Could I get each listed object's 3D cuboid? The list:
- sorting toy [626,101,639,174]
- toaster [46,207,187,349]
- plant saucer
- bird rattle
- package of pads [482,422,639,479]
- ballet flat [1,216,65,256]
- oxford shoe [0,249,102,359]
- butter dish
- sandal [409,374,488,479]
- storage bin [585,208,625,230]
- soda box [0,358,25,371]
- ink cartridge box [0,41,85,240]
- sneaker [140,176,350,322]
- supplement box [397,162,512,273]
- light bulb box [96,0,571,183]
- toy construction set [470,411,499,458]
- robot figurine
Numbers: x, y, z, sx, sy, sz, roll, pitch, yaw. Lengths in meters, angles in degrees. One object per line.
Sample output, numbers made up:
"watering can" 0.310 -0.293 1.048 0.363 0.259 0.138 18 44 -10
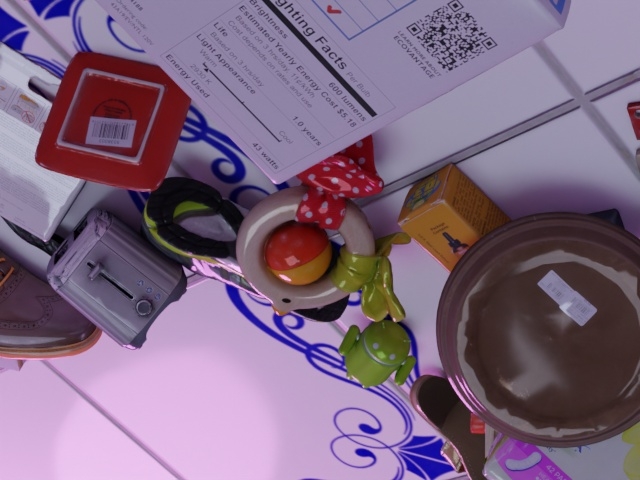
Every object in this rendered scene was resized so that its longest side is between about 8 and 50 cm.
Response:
"sorting toy" 0.417 -0.049 1.436 0.132 0.046 0.274 -4 131 25
"toaster" -0.265 0.042 1.714 0.146 0.227 0.129 40 91 -13
"plant saucer" 0.267 0.106 1.482 0.278 0.041 0.277 2 102 9
"bird rattle" 0.000 0.000 1.550 0.207 0.143 0.253 -23 131 10
"package of pads" 0.360 0.234 1.565 0.229 0.101 0.296 44 98 7
"ballet flat" -0.373 -0.012 1.801 0.173 0.057 0.049 39 98 -21
"oxford shoe" -0.478 0.061 1.853 0.364 0.130 0.132 17 131 5
"butter dish" -0.235 -0.124 1.574 0.160 0.159 0.118 13 160 9
"sandal" 0.198 0.273 1.845 0.240 0.088 0.079 49 162 -17
"storage bin" 0.314 0.028 1.520 0.091 0.098 0.135 -17 100 22
"soda box" -0.539 0.128 1.983 0.216 0.069 0.073 11 136 11
"ink cartridge box" -0.372 -0.129 1.688 0.181 0.056 0.224 32 118 -10
"sneaker" -0.096 0.015 1.681 0.300 0.111 0.121 30 162 -16
"supplement box" 0.201 0.017 1.568 0.233 0.080 0.078 41 133 -22
"light bulb box" -0.002 -0.298 1.224 0.361 0.225 0.358 -26 119 38
"toy construction set" 0.343 0.275 1.686 0.328 0.151 0.214 0 91 23
"robot figurine" 0.075 0.149 1.756 0.101 0.067 0.115 31 136 -6
